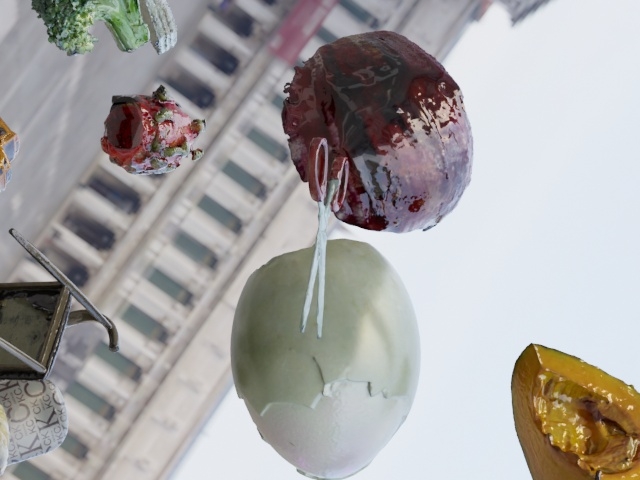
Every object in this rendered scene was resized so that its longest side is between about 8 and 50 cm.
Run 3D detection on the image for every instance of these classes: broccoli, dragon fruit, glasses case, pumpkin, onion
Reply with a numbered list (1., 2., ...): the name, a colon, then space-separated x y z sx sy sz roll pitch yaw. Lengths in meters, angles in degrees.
1. broccoli: -0.272 -0.316 1.758 0.220 0.194 0.194 -60 -169 -27
2. dragon fruit: -0.285 -0.190 2.387 0.166 0.160 0.172 -49 163 20
3. glasses case: -0.583 0.315 2.220 0.354 0.137 0.085 -14 177 -24
4. pumpkin: 0.397 0.297 1.998 0.169 0.312 0.148 -8 156 -30
5. onion: 0.097 -0.156 1.990 0.280 0.314 0.146 -21 -178 -35

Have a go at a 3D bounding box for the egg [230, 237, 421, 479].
1. egg: 0.010 0.176 1.992 0.278 0.278 0.336 142 -56 -60

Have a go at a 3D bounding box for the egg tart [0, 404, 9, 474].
1. egg tart: -0.544 0.192 1.808 0.132 0.341 0.341 -39 -179 -28

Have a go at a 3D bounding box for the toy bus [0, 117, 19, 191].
1. toy bus: -0.554 -0.172 2.240 0.088 0.194 0.083 -33 162 -27

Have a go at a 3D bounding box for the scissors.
1. scissors: 0.000 0.000 1.772 0.144 0.017 0.248 32 63 -70

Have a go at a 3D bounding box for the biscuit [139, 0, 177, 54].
1. biscuit: -0.290 -0.395 2.266 0.046 0.147 0.250 -24 -142 -9

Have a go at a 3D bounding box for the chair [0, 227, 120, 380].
1. chair: -0.436 0.123 1.988 0.188 0.272 0.166 -4 -122 34
